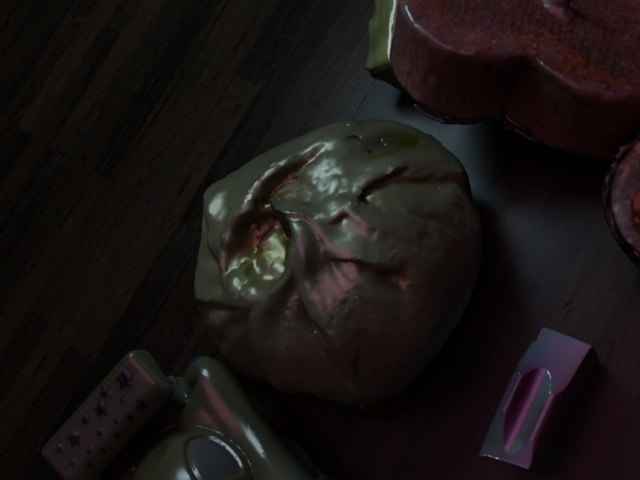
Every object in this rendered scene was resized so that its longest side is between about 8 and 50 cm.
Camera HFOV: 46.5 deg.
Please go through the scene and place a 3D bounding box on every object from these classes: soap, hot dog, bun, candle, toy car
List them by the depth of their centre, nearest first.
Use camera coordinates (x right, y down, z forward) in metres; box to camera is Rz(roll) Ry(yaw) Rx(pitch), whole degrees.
[{"bbox_3d":[0.223,0.167,0.754,0.056,0.100,0.149,22,80,34],"label":"soap"},{"bbox_3d":[-0.116,0.299,0.811,0.242,0.226,0.336,-47,54,3],"label":"toy car"},{"bbox_3d":[0.255,-0.248,0.844,0.317,0.131,0.287,23,57,9],"label":"candle"},{"bbox_3d":[0.000,0.000,0.865,0.365,0.219,0.365,-16,55,24],"label":"bun"},{"bbox_3d":[0.075,0.172,0.874,0.083,0.035,0.058,-36,57,10],"label":"hot dog"}]

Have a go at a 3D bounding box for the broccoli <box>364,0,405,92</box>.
[{"bbox_3d":[0.142,-0.390,0.992,0.252,0.221,0.361,-21,71,28],"label":"broccoli"}]

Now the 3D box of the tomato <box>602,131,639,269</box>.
[{"bbox_3d":[0.394,-0.048,0.745,0.228,0.112,0.199,-44,77,5],"label":"tomato"}]
